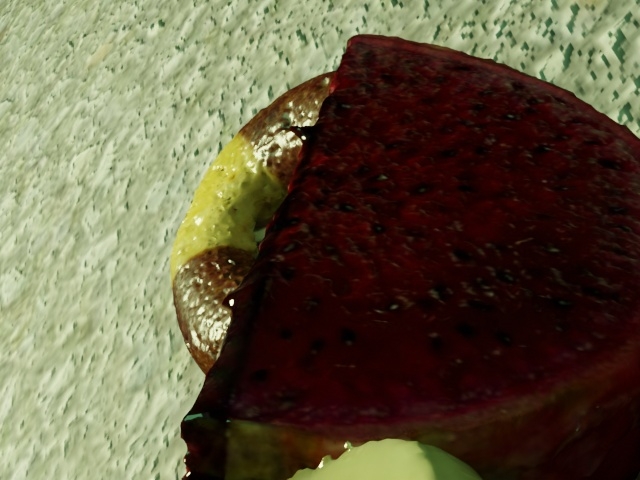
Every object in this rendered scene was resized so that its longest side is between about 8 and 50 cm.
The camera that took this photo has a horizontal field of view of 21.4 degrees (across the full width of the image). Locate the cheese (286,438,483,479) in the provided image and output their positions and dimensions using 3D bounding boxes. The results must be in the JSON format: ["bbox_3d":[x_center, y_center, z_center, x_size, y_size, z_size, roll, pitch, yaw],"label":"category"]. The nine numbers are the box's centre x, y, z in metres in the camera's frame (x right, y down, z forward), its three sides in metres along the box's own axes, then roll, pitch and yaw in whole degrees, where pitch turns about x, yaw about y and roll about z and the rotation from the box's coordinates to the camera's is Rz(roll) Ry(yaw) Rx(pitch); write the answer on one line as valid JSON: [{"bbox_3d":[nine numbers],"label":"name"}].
[{"bbox_3d":[0.054,0.132,0.398,0.094,0.167,0.123,-28,35,42],"label":"cheese"}]

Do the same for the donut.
[{"bbox_3d":[0.000,0.000,0.743,0.166,0.073,0.184,-37,32,22],"label":"donut"}]

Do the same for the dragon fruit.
[{"bbox_3d":[0.037,0.043,0.541,0.189,0.163,0.261,-16,24,23],"label":"dragon fruit"}]
